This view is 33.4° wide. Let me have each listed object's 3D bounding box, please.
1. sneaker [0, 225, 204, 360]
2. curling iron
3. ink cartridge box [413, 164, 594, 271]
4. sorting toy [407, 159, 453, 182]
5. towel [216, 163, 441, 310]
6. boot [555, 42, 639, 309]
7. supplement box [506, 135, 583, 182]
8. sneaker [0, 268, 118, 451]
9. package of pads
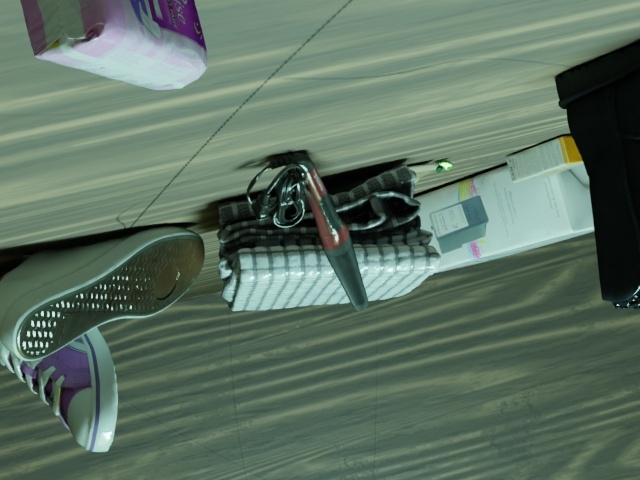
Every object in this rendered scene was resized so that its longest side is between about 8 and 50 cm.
[{"bbox_3d":[-0.259,0.033,1.197,0.123,0.106,0.290,25,-151,32],"label":"sneaker"},{"bbox_3d":[0.000,0.000,1.030,0.068,0.035,0.274,-31,147,3],"label":"curling iron"},{"bbox_3d":[0.270,-0.038,1.572,0.207,0.119,0.353,-10,174,-42],"label":"ink cartridge box"},{"bbox_3d":[0.111,-0.079,1.242,0.083,0.012,0.062,-9,170,-19],"label":"sorting toy"},{"bbox_3d":[-0.005,0.005,1.247,0.235,0.121,0.284,-4,170,-6],"label":"towel"},{"bbox_3d":[0.298,-0.059,0.804,0.094,0.207,0.246,-10,174,-40],"label":"boot"},{"bbox_3d":[0.290,-0.104,1.332,0.062,0.036,0.098,-11,175,-36],"label":"supplement box"},{"bbox_3d":[-0.329,0.136,1.202,0.161,0.282,0.102,-2,126,-28],"label":"sneaker"},{"bbox_3d":[-0.072,-0.082,0.370,0.032,0.050,0.083,-15,175,19],"label":"package of pads"}]
